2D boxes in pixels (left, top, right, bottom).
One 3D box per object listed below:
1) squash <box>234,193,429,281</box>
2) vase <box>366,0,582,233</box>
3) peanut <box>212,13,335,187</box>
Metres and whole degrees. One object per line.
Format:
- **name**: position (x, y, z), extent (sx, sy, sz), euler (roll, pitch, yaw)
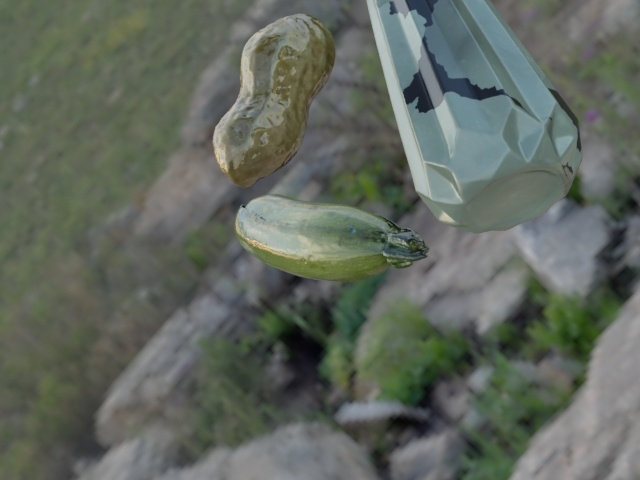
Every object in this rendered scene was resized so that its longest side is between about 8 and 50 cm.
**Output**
- **squash**: position (0.000, 0.000, 2.062), extent (0.341, 0.094, 0.094), euler (12, 62, 54)
- **vase**: position (0.121, -0.185, 1.779), extent (0.165, 0.165, 0.360), euler (-36, 59, 24)
- **peanut**: position (-0.045, -0.133, 1.710), extent (0.089, 0.089, 0.193), euler (-16, 48, 49)
